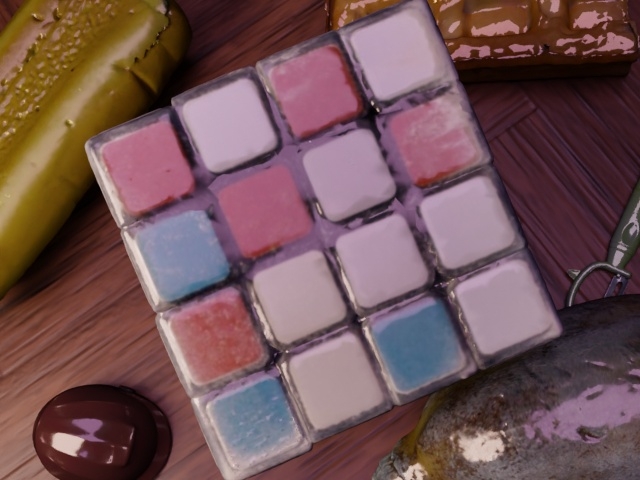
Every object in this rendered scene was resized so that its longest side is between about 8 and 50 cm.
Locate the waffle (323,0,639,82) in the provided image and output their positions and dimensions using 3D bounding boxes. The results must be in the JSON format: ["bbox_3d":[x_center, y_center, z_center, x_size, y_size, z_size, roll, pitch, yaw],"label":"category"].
[{"bbox_3d":[0.148,-0.318,0.850,0.304,0.077,0.348,-1,76,7],"label":"waffle"}]

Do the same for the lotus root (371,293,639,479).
[{"bbox_3d":[0.189,0.137,0.690,0.322,0.140,0.158,-18,45,3],"label":"lotus root"}]

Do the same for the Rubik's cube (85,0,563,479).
[{"bbox_3d":[0.000,-0.001,0.670,0.253,0.259,0.256,-22,90,0],"label":"Rubik's cube"}]

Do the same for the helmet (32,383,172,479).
[{"bbox_3d":[-0.204,0.178,0.768,0.123,0.070,0.098,8,77,9],"label":"helmet"}]

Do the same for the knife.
[{"bbox_3d":[0.280,-0.011,0.791,0.054,0.015,0.212,26,82,14],"label":"knife"}]

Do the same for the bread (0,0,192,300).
[{"bbox_3d":[-0.274,-0.105,0.824,0.166,0.112,0.383,32,83,15],"label":"bread"}]
